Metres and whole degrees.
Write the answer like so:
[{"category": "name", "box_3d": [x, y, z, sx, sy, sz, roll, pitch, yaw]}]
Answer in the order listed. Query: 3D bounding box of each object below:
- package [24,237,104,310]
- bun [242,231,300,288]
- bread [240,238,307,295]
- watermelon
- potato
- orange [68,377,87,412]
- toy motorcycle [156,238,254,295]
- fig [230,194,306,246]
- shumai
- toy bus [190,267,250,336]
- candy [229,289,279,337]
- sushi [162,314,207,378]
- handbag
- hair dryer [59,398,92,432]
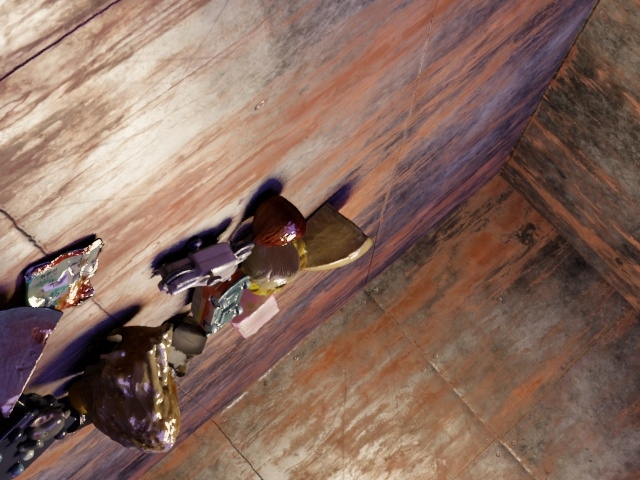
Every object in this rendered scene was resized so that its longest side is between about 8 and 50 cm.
[{"category": "package", "box_3d": [-0.496, 0.095, 1.481, 0.166, 0.040, 0.232, -30, 160, -40]}, {"category": "bun", "box_3d": [-0.143, 0.054, 2.058, 0.113, 0.166, 0.173, -33, -161, 35]}, {"category": "bread", "box_3d": [-0.130, 0.069, 2.208, 0.213, 0.105, 0.213, -23, 140, -21]}, {"category": "watermelon", "box_3d": [-0.579, 0.209, 1.397, 0.207, 0.136, 0.202, -54, -167, 47]}, {"category": "potato", "box_3d": [0.016, 0.034, 2.387, 0.264, 0.189, 0.211, -42, 167, -2]}, {"category": "orange", "box_3d": [-0.603, 0.401, 1.985, 0.085, 0.095, 0.085, -36, 171, -7]}, {"category": "toy motorcycle", "box_3d": [-0.283, 0.069, 1.871, 0.260, 0.110, 0.171, -23, 169, -40]}, {"category": "fig", "box_3d": [-0.140, -0.024, 1.941, 0.201, 0.134, 0.146, -35, 157, 4]}, {"category": "shumai", "box_3d": [-0.423, 0.342, 1.904, 0.267, 0.314, 0.262, -2, 135, -50]}, {"category": "toy bus", "box_3d": [-0.275, 0.147, 2.069, 0.121, 0.120, 0.265, -38, 165, -30]}, {"category": "candy", "box_3d": [-0.225, 0.205, 2.407, 0.155, 0.116, 0.265, -43, 168, -11]}, {"category": "sushi", "box_3d": [-0.422, 0.324, 2.232, 0.109, 0.134, 0.273, -83, -161, -61]}, {"category": "handbag", "box_3d": [-0.720, 0.466, 1.834, 0.269, 0.118, 0.326, -42, 168, -6]}, {"category": "hair dryer", "box_3d": [-0.556, 0.485, 2.069, 0.197, 0.251, 0.089, -13, 125, -66]}]
